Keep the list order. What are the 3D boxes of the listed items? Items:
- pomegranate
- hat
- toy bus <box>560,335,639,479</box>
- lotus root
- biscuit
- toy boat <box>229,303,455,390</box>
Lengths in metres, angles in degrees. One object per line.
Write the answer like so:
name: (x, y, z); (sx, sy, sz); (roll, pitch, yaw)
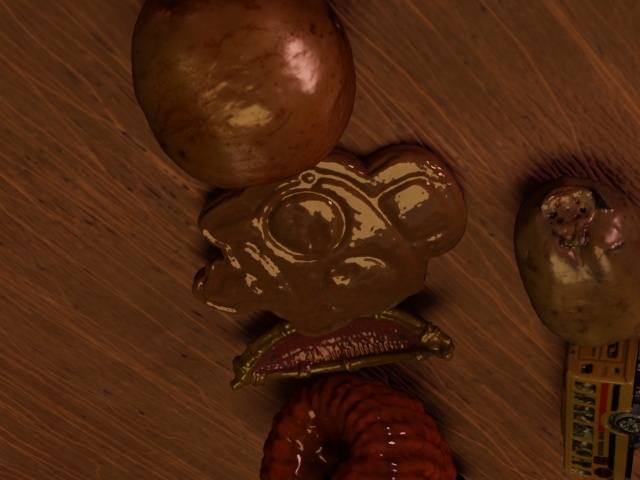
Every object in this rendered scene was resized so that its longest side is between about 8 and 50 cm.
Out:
pomegranate: (-0.081, -0.168, 1.404); (0.248, 0.248, 0.248); (2, 141, 1)
hat: (0.120, 0.355, 2.033); (0.400, 0.285, 0.285); (14, 144, -42)
toy bus: (0.401, 0.245, 1.961); (0.123, 0.121, 0.335); (5, 142, 12)
lotus root: (0.325, 0.039, 1.691); (0.160, 0.146, 0.284); (5, 148, 26)
biscuit: (0.000, 0.003, 1.707); (0.376, 0.051, 0.269); (-26, 123, 24)
toy boat: (0.026, 0.138, 1.871); (0.318, 0.099, 0.141); (-10, 136, 20)
